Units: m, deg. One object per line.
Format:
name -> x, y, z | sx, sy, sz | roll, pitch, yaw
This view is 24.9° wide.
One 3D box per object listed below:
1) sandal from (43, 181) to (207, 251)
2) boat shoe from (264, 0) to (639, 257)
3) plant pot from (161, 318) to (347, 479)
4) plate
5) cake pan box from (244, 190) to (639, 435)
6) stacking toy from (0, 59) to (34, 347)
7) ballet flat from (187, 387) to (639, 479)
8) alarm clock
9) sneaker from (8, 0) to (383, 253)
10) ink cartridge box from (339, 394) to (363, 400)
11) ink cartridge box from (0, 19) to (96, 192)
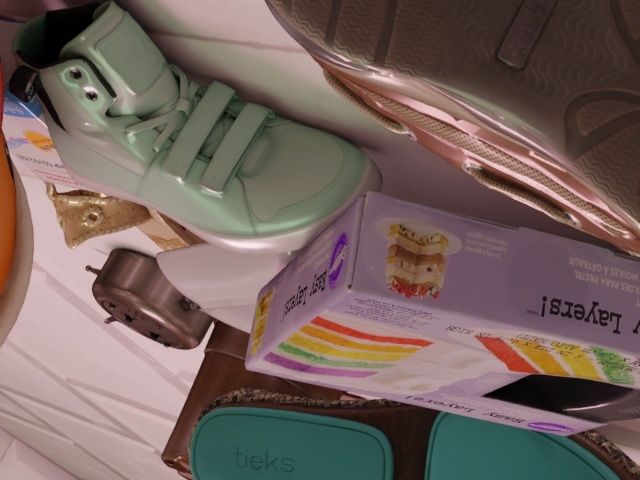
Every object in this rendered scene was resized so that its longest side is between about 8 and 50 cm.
sandal -> -0.187, -0.019, 1.260 | 0.240, 0.079, 0.088 | 39, 159, -30
boat shoe -> 0.124, -0.062, 0.646 | 0.324, 0.123, 0.116 | 32, 170, 8
plant pot -> -0.076, 0.188, 1.533 | 0.167, 0.165, 0.167 | 25, 161, 9
plate -> 0.027, 0.069, 1.172 | 0.278, 0.045, 0.277 | 24, 165, -23
cake pan box -> 0.107, 0.059, 0.940 | 0.267, 0.070, 0.246 | 14, 163, -15
stacking toy -> -0.288, -0.127, 0.785 | 0.350, 0.350, 0.480 | 29, 138, -3
ballet flat -> 0.106, 0.211, 1.304 | 0.483, 0.164, 0.182 | 3, 176, 35
alarm clock -> -0.164, 0.065, 1.500 | 0.129, 0.064, 0.192 | 39, 156, -30
sneaker -> -0.090, -0.078, 0.938 | 0.256, 0.094, 0.151 | 13, 150, 26
ink cartridge box -> 0.047, 0.244, 1.665 | 0.115, 0.067, 0.198 | 9, 154, 45
ink cartridge box -> -0.198, -0.091, 1.108 | 0.104, 0.061, 0.181 | 13, 157, 41
